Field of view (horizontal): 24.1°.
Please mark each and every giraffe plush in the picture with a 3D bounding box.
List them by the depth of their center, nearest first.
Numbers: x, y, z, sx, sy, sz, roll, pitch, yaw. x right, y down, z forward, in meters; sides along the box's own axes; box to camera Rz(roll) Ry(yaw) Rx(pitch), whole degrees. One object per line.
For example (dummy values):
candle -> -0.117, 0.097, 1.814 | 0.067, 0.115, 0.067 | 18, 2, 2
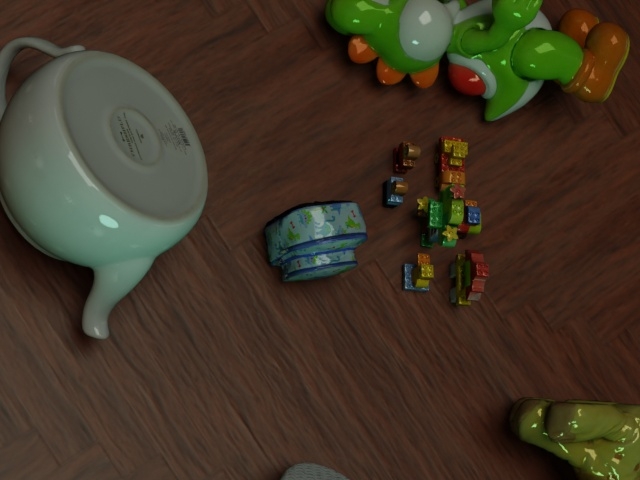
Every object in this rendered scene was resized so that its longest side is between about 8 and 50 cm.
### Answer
giraffe plush -> 0.326, 0.274, 1.749 | 0.210, 0.181, 0.170 | 3, 86, -2

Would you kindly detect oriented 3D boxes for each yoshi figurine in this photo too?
yoshi figurine -> 0.191, -0.293, 1.848 | 0.362, 0.203, 0.203 | 11, 56, -15

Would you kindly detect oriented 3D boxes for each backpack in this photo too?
backpack -> 0.000, 0.000, 1.725 | 0.105, 0.114, 0.084 | -9, 79, -23

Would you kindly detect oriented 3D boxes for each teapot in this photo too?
teapot -> -0.261, -0.073, 1.620 | 0.252, 0.187, 0.256 | 40, 38, -26

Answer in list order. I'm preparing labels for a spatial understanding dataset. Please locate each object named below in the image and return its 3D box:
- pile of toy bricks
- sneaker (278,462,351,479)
pile of toy bricks -> 0.147, -0.035, 1.794 | 0.118, 0.105, 0.212 | 6, 74, -19
sneaker -> -0.033, 0.417, 1.590 | 0.137, 0.210, 0.366 | 21, 34, -19
